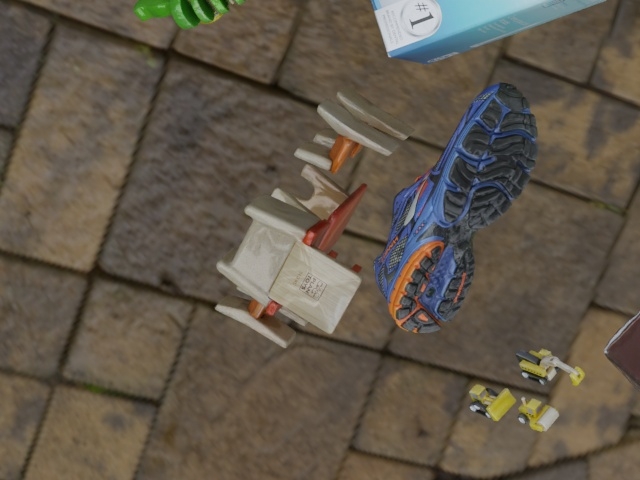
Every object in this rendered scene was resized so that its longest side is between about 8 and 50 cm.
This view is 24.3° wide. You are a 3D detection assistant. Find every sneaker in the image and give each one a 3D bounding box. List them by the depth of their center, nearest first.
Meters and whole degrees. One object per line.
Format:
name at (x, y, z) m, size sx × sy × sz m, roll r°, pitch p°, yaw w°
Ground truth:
sneaker at (0.102, -0.035, 1.247) m, size 0.083 × 0.087 × 0.221 m, roll 20°, pitch 104°, yaw -37°

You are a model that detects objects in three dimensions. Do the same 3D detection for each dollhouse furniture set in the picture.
dollhouse furniture set at (0.000, 0.000, 1.568) m, size 0.135 × 0.259 × 0.262 m, roll 31°, pitch 111°, yaw 6°

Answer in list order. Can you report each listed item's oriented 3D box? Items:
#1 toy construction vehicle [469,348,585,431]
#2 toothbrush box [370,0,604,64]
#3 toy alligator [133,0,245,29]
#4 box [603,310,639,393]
toy construction vehicle at (0.201, 0.143, 1.462) m, size 0.086 × 0.098 × 0.035 m, roll -42°, pitch 124°, yaw -21°
toothbrush box at (0.171, -0.290, 1.190) m, size 0.295 × 0.126 × 0.216 m, roll -17°, pitch 88°, yaw 17°
toy alligator at (-0.052, -0.199, 1.075) m, size 0.189 × 0.051 × 0.056 m, roll -27°, pitch 137°, yaw 12°
box at (0.351, 0.112, 1.073) m, size 0.167 × 0.203 × 0.168 m, roll -45°, pitch 138°, yaw 3°
